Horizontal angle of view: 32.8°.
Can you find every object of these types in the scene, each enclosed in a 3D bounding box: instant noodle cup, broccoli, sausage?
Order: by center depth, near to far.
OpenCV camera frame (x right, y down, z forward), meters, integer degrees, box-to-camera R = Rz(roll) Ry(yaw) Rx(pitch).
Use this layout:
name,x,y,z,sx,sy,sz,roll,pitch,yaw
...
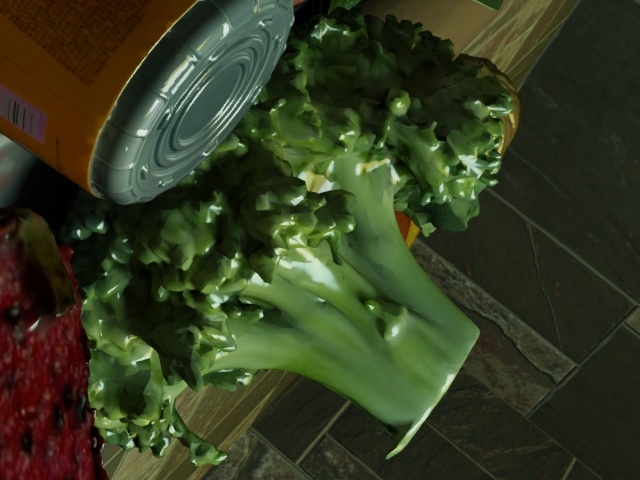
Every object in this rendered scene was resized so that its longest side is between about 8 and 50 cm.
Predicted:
name,x,y,z,sx,sy,sz,roll,pitch,yaw
instant noodle cup,-0.093,-0.098,0.487,0.208,0.125,0.177,-41,167,-51
broccoli,-0.030,-0.011,0.774,0.277,0.318,0.338,123,-22,-46
sausage,0.079,-0.206,0.985,0.253,0.123,0.123,-46,171,-22

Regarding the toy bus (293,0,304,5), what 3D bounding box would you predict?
name,x,y,z,sx,sy,sz,roll,pitch,yaw
toy bus,0.007,-0.236,0.633,0.096,0.073,0.235,-37,166,-34

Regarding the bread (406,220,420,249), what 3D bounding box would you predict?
name,x,y,z,sx,sy,sz,roll,pitch,yaw
bread,-0.001,0.003,1.286,0.312,0.172,0.312,-49,169,-13

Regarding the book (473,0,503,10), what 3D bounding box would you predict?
name,x,y,z,sx,sy,sz,roll,pitch,yaw
book,0.154,-0.316,0.832,0.202,0.027,0.264,2,119,-58

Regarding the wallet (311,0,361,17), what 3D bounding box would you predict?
name,x,y,z,sx,sy,sz,roll,pitch,yaw
wallet,0.076,-0.281,0.866,0.236,0.055,0.160,-44,165,-21

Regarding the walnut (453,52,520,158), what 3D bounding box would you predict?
name,x,y,z,sx,sy,sz,roll,pitch,yaw
walnut,0.165,-0.151,1.491,0.198,0.198,0.245,-43,169,-46

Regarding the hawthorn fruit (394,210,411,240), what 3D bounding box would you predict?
name,x,y,z,sx,sy,sz,roll,pitch,yaw
hawthorn fruit,-0.015,0.001,1.047,0.196,0.197,0.225,-30,140,-69

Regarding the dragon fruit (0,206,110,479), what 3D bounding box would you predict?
name,x,y,z,sx,sy,sz,roll,pitch,yaw
dragon fruit,-0.204,0.125,0.493,0.330,0.240,0.302,0,110,-89
